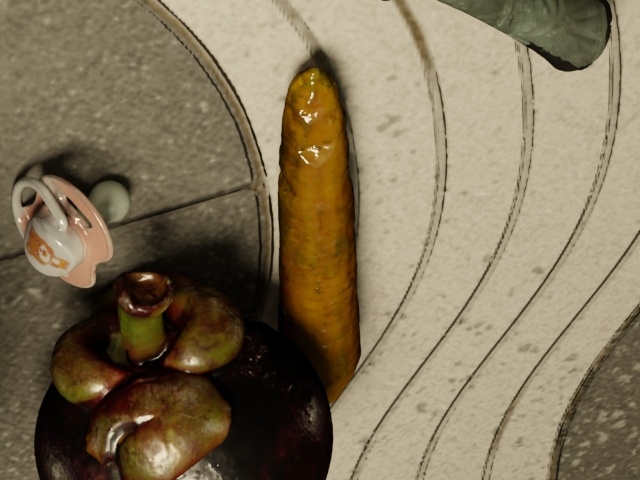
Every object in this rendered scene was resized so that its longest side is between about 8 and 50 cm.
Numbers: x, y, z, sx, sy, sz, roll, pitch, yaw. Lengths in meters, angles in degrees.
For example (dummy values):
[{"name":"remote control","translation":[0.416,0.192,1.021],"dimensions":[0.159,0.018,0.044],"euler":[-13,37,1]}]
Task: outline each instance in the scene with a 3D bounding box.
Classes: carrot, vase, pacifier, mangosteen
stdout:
[{"name":"carrot","translation":[0.000,0.000,1.227],"dimensions":[0.066,0.066,0.314],"euler":[-11,134,-13]},{"name":"vase","translation":[0.109,-0.158,1.113],"dimensions":[0.167,0.059,0.059],"euler":[16,125,-35]},{"name":"pacifier","translation":[-0.160,-0.017,1.146],"dimensions":[0.078,0.081,0.099],"euler":[-37,175,-33]},{"name":"mangosteen","translation":[-0.103,0.116,1.201],"dimensions":[0.211,0.211,0.250],"euler":[-20,128,-3]}]
